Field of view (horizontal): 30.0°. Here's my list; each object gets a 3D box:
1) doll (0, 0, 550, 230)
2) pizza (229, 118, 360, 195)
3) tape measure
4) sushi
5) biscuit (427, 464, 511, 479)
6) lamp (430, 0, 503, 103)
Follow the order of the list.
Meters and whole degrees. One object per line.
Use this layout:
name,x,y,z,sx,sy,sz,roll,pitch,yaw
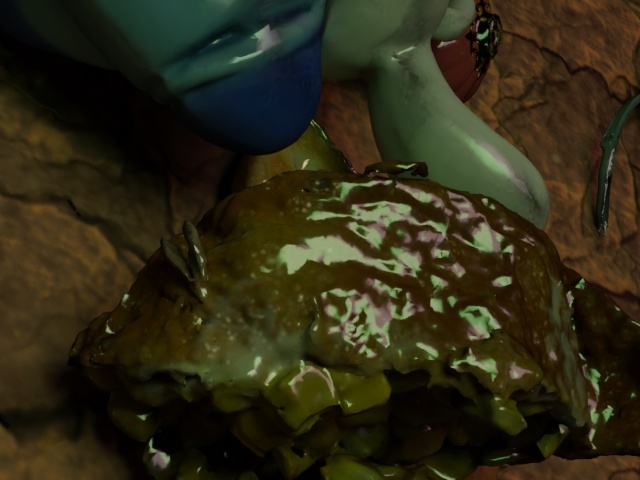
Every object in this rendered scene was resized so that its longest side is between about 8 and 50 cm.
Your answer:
doll,-0.054,-0.173,0.669,0.365,0.187,0.376,10,33,-39
pizza,0.000,0.000,0.711,0.131,0.041,0.178,8,59,-37
tape measure,0.333,-0.085,1.045,0.164,0.084,0.330,43,41,-6
sushi,0.032,0.070,0.580,0.296,0.167,0.179,11,59,-26
biscuit,0.093,0.077,0.731,0.144,0.033,0.224,57,42,-19
lamp,0.080,-0.143,0.841,0.107,0.092,0.108,-12,104,-62
